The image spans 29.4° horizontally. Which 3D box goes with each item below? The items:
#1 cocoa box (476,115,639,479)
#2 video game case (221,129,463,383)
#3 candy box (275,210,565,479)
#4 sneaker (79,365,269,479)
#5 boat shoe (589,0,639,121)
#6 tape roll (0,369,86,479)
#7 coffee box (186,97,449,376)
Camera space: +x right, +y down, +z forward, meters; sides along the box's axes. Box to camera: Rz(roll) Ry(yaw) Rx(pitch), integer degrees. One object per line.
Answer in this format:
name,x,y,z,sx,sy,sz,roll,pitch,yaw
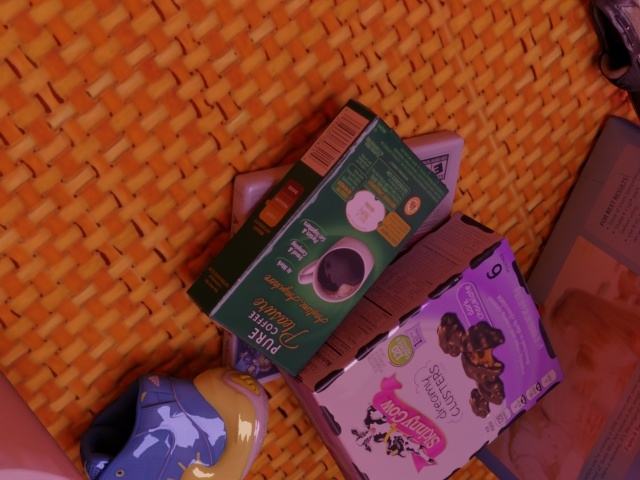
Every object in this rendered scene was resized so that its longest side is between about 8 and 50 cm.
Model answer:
cocoa box,0.326,0.101,1.101,0.228,0.231,0.347,10,111,-40
video game case,0.017,0.015,0.950,0.201,0.023,0.183,-15,126,-32
candy box,0.083,0.103,0.976,0.196,0.070,0.165,-38,125,-14
sneaker,-0.136,0.190,0.918,0.126,0.091,0.240,16,109,-24
boat shoe,0.254,-0.151,1.009,0.049,0.056,0.152,-34,125,-9
tape roll,-0.264,0.187,0.729,0.246,0.169,0.246,-23,133,-28
coffee box,0.000,0.000,0.878,0.184,0.040,0.113,-51,136,0
